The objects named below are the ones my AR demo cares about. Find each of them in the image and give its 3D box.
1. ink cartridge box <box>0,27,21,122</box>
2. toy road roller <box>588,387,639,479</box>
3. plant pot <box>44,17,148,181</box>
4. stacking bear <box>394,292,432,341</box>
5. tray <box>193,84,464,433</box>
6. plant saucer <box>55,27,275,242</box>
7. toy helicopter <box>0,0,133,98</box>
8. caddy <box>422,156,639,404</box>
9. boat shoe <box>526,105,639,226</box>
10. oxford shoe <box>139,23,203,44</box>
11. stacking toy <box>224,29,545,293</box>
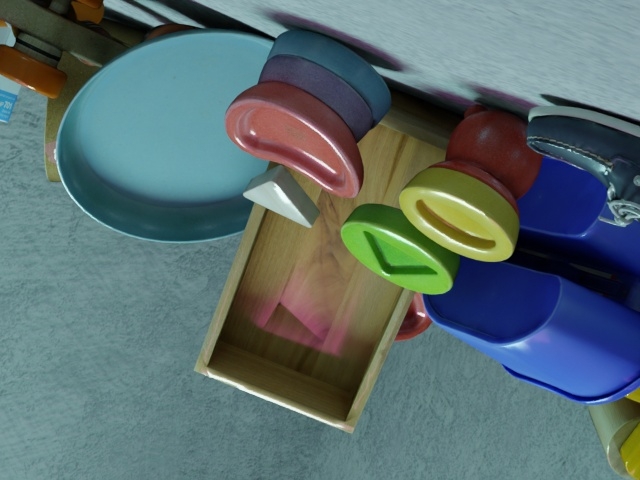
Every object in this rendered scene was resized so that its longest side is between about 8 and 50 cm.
[{"bbox_3d":[-0.489,-0.284,2.234,0.139,0.191,0.082,22,-179,23],"label":"ink cartridge box"},{"bbox_3d":[0.455,0.159,2.219,0.240,0.329,0.202,23,-157,-16],"label":"toy road roller"},{"bbox_3d":[-0.232,-0.180,2.127,0.254,0.237,0.237,8,180,-2],"label":"plant pot"},{"bbox_3d":[0.000,0.000,1.977,0.289,0.175,0.164,56,167,38],"label":"stacking bear"},{"bbox_3d":[0.014,0.014,1.751,0.203,0.411,0.076,22,-148,0],"label":"tray"},{"bbox_3d":[-0.138,-0.121,1.741,0.317,0.317,0.044,22,-144,-34],"label":"plant saucer"},{"bbox_3d":[-0.278,-0.233,1.832,0.235,0.140,0.355,27,-176,39],"label":"toy helicopter"},{"bbox_3d":[0.265,0.037,1.643,0.179,0.241,0.341,29,176,-24],"label":"caddy"},{"bbox_3d":[0.282,-0.043,1.287,0.254,0.079,0.095,22,180,16],"label":"boat shoe"},{"bbox_3d":[-0.110,-0.174,1.865,0.133,0.130,0.363,36,-175,39],"label":"oxford shoe"},{"bbox_3d":[0.065,-0.085,1.571,0.309,0.130,0.279,30,160,3],"label":"stacking toy"}]
